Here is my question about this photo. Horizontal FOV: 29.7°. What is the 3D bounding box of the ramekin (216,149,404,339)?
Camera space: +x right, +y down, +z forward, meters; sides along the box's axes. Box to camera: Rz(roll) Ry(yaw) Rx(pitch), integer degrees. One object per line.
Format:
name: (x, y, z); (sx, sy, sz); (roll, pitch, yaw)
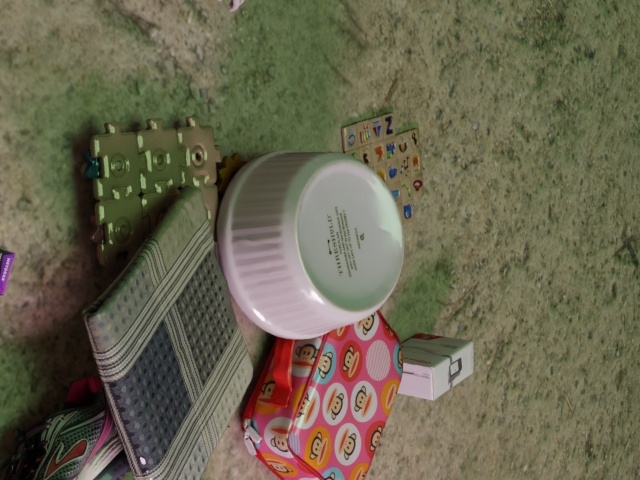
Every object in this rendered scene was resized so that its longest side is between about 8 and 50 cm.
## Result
ramekin: (0.000, 0.000, 1.660); (0.273, 0.127, 0.272); (8, 78, -44)

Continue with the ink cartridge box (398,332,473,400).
ink cartridge box: (0.181, 0.215, 2.076); (0.150, 0.109, 0.063); (-23, 115, -53)

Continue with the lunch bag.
lunch bag: (0.002, 0.215, 1.804); (0.258, 0.120, 0.293); (51, 53, -44)

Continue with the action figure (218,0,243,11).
action figure: (-0.123, -0.451, 1.419); (0.248, 0.276, 0.370); (22, 46, -37)

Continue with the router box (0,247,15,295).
router box: (-0.392, 0.007, 1.105); (0.133, 0.179, 0.046); (26, 74, -54)

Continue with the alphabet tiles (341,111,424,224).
alphabet tiles: (0.110, -0.113, 2.035); (0.237, 0.009, 0.198); (-23, 111, -53)

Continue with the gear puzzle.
gear puzzle: (-0.192, -0.073, 1.572); (0.339, 0.044, 0.175); (-14, 103, -57)

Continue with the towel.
towel: (-0.182, 0.136, 1.475); (0.324, 0.056, 0.312); (-61, 142, -57)

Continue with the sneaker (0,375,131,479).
sneaker: (-0.315, 0.263, 1.356); (0.112, 0.121, 0.299); (65, 27, -12)
